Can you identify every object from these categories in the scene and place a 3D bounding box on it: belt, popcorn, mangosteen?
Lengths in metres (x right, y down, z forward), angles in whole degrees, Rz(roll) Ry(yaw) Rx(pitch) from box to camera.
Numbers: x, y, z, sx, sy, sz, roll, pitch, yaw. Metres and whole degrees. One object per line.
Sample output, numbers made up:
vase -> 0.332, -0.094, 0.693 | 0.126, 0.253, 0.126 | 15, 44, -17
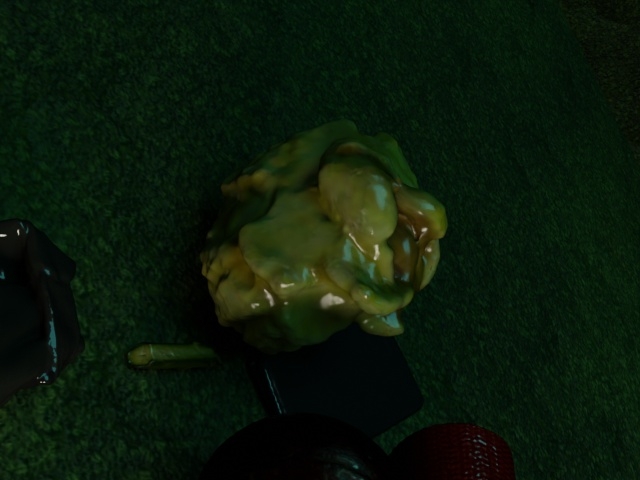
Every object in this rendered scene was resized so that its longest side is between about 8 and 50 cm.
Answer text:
belt -> 0.114, 0.272, 0.816 | 0.128, 0.201, 0.124 | 7, 43, -2
popcorn -> 0.000, 0.000, 0.854 | 0.256, 0.255, 0.195 | -37, 115, -31
mangosteen -> -0.002, 0.239, 0.651 | 0.216, 0.216, 0.216 | 33, 41, -34

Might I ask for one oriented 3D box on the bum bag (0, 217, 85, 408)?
bum bag -> -0.263, 0.091, 0.563 | 0.142, 0.079, 0.326 | 49, 37, -1

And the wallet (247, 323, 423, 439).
wallet -> 0.028, 0.153, 0.938 | 0.244, 0.025, 0.124 | -11, 73, -56

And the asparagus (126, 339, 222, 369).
asparagus -> -0.122, 0.102, 0.784 | 0.108, 0.021, 0.025 | 10, 55, -49
